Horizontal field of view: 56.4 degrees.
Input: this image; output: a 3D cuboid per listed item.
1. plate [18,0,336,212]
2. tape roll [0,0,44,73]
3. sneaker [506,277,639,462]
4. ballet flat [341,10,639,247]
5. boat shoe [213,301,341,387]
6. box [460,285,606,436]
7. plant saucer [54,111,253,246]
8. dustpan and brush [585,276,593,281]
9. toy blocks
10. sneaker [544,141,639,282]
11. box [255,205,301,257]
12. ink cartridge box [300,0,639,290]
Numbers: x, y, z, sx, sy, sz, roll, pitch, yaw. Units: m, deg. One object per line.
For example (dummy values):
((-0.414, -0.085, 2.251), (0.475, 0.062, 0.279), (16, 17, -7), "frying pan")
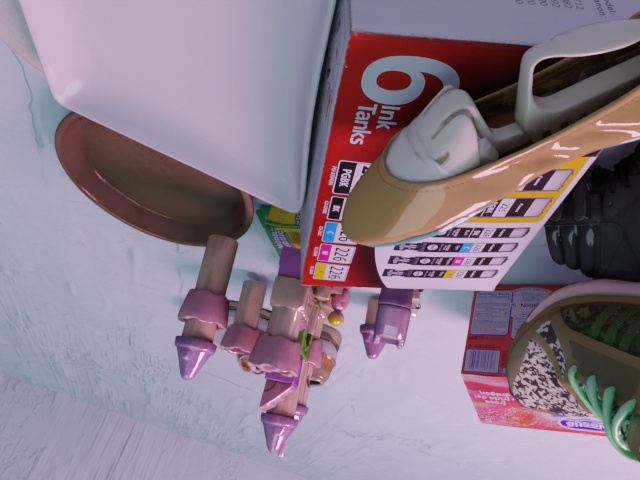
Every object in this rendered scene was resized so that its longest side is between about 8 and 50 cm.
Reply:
((-0.118, -0.165, 0.472), (0.277, 0.045, 0.278), (26, 149, 8), "plate")
((-0.160, -0.255, 0.496), (0.391, 0.072, 0.392), (12, 147, 8), "tape roll")
((0.289, 0.132, 0.526), (0.158, 0.182, 0.410), (44, 151, -2), "sneaker")
((0.106, -0.070, 0.340), (0.232, 0.080, 0.073), (-24, 133, 13), "ballet flat")
((-0.118, 0.194, 1.119), (0.302, 0.103, 0.113), (8, 146, 15), "boat shoe")
((0.354, 0.157, 0.787), (0.299, 0.154, 0.142), (-3, 137, 27), "box")
((-0.218, -0.086, 0.807), (0.277, 0.041, 0.278), (13, 148, 8), "plant saucer")
((0.407, 0.026, 0.655), (0.211, 0.060, 0.147), (1, 144, 25), "dustpan and brush")
((-0.028, 0.173, 0.843), (0.308, 0.260, 0.289), (9, 161, 9), "toy blocks")
((0.287, -0.057, 0.551), (0.146, 0.104, 0.296), (20, 140, 29), "sneaker")
((0.000, 0.000, 0.830), (0.179, 0.043, 0.105), (6, 147, 22), "box")
((0.128, -0.083, 0.504), (0.271, 0.130, 0.310), (2, 148, -6), "ink cartridge box")
